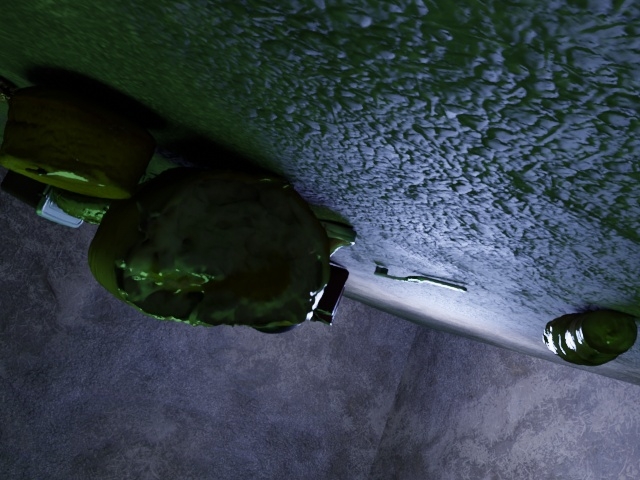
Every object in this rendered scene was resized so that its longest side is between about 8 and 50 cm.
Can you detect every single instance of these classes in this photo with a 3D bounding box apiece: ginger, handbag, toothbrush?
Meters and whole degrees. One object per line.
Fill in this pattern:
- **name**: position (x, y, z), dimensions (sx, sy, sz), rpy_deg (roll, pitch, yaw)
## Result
- **ginger**: position (0.539, 0.196, 1.120), dimensions (0.109, 0.116, 0.263), rpy_deg (-21, 165, -1)
- **handbag**: position (-0.048, 0.154, 1.871), dimensions (0.260, 0.084, 0.275), rpy_deg (20, -150, 7)
- **toothbrush**: position (0.254, 0.104, 1.459), dimensions (0.030, 0.030, 0.304), rpy_deg (26, 170, -40)

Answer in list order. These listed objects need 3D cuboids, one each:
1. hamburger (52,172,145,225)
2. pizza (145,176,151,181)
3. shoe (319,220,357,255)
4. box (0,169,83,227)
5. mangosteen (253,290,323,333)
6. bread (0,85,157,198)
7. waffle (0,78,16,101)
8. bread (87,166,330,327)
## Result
- **hamburger**: position (-0.530, -0.124, 1.316), dimensions (0.192, 0.167, 0.288), rpy_deg (20, 173, -13)
- **pizza**: position (-0.317, -0.100, 1.367), dimensions (0.201, 0.053, 0.193), rpy_deg (38, 165, -32)
- **shoe**: position (0.000, 0.000, 1.195), dimensions (0.079, 0.078, 0.195), rpy_deg (24, 167, -34)
- **box**: position (-0.850, -0.170, 1.763), dimensions (0.168, 0.193, 0.294), rpy_deg (25, 173, 4)
- **mangosteen**: position (-0.137, 0.117, 1.609), dimensions (0.300, 0.300, 0.300), rpy_deg (20, 172, 3)
- **bread**: position (-0.370, -0.147, 0.838), dimensions (0.270, 0.142, 0.195), rpy_deg (8, 172, 44)
- **waffle**: position (-0.553, -0.261, 0.936), dimensions (0.083, 0.029, 0.075), rpy_deg (20, 170, 26)
- **bread**: position (-0.215, -0.014, 0.992), dimensions (0.361, 0.250, 0.394), rpy_deg (7, -174, -34)
